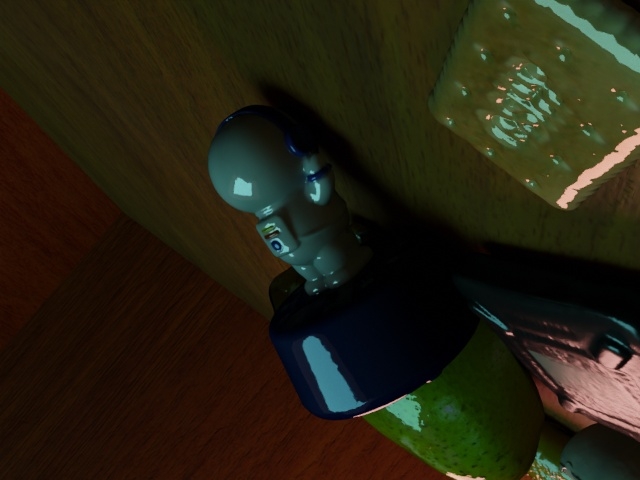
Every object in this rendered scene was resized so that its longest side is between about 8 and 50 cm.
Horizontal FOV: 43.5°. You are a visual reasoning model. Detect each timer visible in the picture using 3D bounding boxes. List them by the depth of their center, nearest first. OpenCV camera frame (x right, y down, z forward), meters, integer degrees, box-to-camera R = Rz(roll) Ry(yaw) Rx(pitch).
[{"bbox_3d":[0.000,0.000,1.015,0.384,0.270,0.270,57,164,-12],"label":"timer"}]

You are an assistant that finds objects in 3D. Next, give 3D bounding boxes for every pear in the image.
[{"bbox_3d":[0.209,0.263,1.298,0.318,0.238,0.342,47,169,2],"label":"pear"}]

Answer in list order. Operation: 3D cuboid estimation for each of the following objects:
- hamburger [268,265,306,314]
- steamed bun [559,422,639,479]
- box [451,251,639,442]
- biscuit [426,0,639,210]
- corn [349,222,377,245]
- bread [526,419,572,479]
[{"bbox_3d":[0.025,0.154,1.604,0.168,0.192,0.288,54,-173,-36],"label":"hamburger"},{"bbox_3d":[0.442,0.329,1.083,0.228,0.131,0.177,39,179,-7],"label":"steamed bun"},{"bbox_3d":[0.305,0.128,0.876,0.289,0.073,0.290,44,167,-25],"label":"box"},{"bbox_3d":[0.157,-0.100,0.567,0.160,0.030,0.250,38,168,5],"label":"biscuit"},{"bbox_3d":[0.058,0.054,1.285,0.101,0.101,0.310,35,167,17],"label":"corn"},{"bbox_3d":[0.502,0.456,1.430,0.383,0.112,0.166,32,167,30],"label":"bread"}]
